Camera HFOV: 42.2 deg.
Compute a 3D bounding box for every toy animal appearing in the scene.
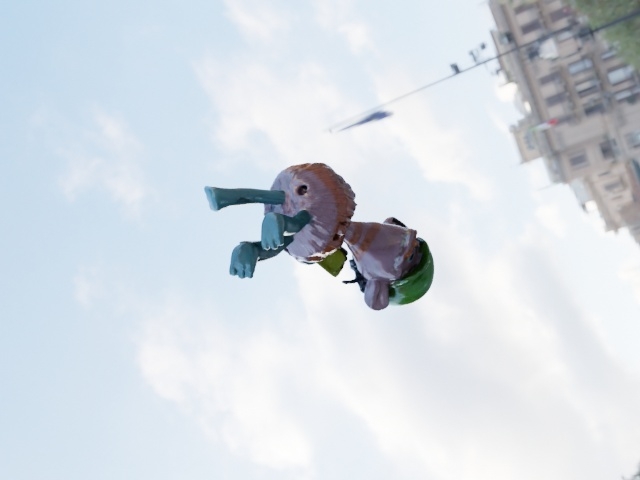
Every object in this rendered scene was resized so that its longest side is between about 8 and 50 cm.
[{"bbox_3d":[0.000,0.000,0.624,0.208,0.103,0.100,12,-109,-52],"label":"toy animal"}]
